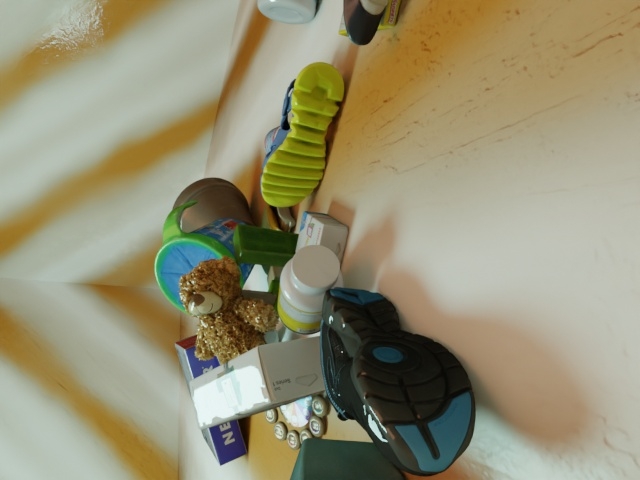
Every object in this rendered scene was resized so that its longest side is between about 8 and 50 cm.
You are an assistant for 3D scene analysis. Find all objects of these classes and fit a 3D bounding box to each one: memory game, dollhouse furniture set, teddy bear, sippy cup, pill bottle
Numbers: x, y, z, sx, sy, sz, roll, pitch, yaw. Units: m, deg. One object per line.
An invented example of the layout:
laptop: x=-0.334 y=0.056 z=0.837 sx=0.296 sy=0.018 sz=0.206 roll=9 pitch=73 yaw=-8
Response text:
memory game: x=-0.054 y=0.301 z=0.888 sx=0.186 sy=0.012 sz=0.185 roll=-2 pitch=88 yaw=44
dollhouse furniture set: x=-0.154 y=0.013 z=1.143 sx=0.301 sy=0.152 sz=0.197 roll=-109 pitch=33 yaw=-49
teddy bear: x=-0.185 y=0.204 z=0.995 sx=0.245 sy=0.113 sz=0.337 roll=5 pitch=118 yaw=35
sippy cup: x=-0.277 y=0.053 z=1.252 sx=0.224 sy=0.240 sz=0.305 roll=-55 pitch=-25 yaw=-60
pill bottle: x=-0.017 y=0.083 z=0.785 sx=0.184 sy=0.103 sz=0.103 roll=104 pitch=163 yaw=-59
pill bottle: x=-0.066 y=-0.683 z=1.145 sx=0.146 sy=0.147 sz=0.263 roll=-158 pitch=77 yaw=-68
pill bottle: x=-0.087 y=-0.234 z=1.138 sx=0.160 sy=0.087 sz=0.087 roll=-164 pitch=82 yaw=-69

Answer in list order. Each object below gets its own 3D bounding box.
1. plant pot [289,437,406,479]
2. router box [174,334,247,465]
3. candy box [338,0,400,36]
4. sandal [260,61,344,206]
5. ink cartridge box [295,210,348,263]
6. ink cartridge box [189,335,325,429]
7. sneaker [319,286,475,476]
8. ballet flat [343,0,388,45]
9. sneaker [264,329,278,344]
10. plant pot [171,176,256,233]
plant pot: x=0.030 y=0.364 z=0.554 sx=0.234 sy=0.166 sz=0.165 roll=-112 pitch=35 yaw=-63
router box: x=-0.338 y=0.461 z=1.413 sx=0.301 sy=0.082 sz=0.335 roll=-19 pitch=88 yaw=66
candy box: x=0.088 y=-0.423 z=0.831 sx=0.206 sy=0.027 sz=0.105 roll=-134 pitch=57 yaw=-63
sandal: x=-0.044 y=-0.220 z=0.999 sx=0.317 sy=0.126 sz=0.138 roll=-66 pitch=22 yaw=20
ink cartridge box: x=0.000 y=0.000 z=0.889 sx=0.122 sy=0.052 sz=0.088 roll=-145 pitch=64 yaw=-65
ink cartridge box: x=-0.097 y=0.244 z=0.812 sx=0.219 sy=0.160 sz=0.092 roll=-34 pitch=66 yaw=38
sneaker: x=0.075 y=0.173 z=0.570 sx=0.341 sy=0.125 sz=0.139 roll=-122 pitch=39 yaw=-74
ballet flat: x=0.079 y=-0.409 z=0.724 sx=0.074 sy=0.074 sz=0.202 roll=178 pitch=100 yaw=-69
sneaker: x=-0.189 y=0.255 z=1.221 sx=0.292 sy=0.108 sz=0.169 roll=115 pitch=149 yaw=-42
plant pot: x=-0.310 y=-0.043 z=1.492 sx=0.229 sy=0.263 sz=0.262 roll=35 pitch=118 yaw=46
